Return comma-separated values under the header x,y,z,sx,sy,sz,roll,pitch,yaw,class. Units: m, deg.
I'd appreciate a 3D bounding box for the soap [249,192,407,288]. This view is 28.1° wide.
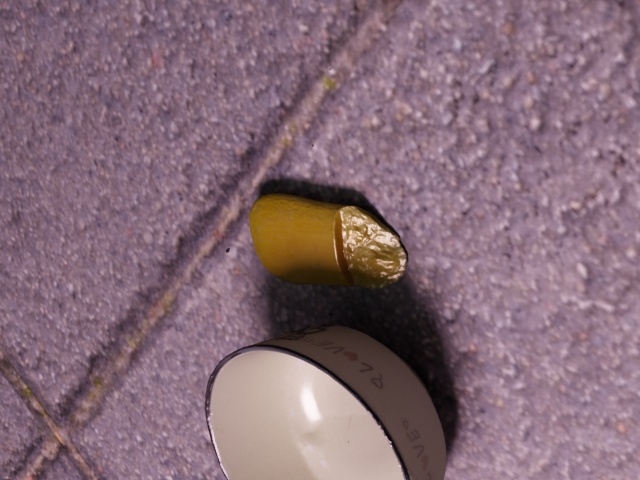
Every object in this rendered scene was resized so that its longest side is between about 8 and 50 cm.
x,y,z,sx,sy,sz,roll,pitch,yaw,class
0.000,0.000,1.155,0.168,0.033,0.089,3,117,41,soap

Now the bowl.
x,y,z,sx,sy,sz,roll,pitch,yaw,class
0.021,0.176,1.166,0.238,0.126,0.237,21,125,34,bowl
